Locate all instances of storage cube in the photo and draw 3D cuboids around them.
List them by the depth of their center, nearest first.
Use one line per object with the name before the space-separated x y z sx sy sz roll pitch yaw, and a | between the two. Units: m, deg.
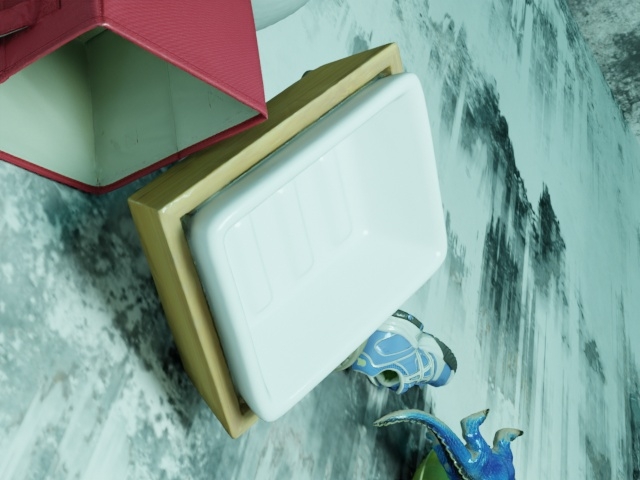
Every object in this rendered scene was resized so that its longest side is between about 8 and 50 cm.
storage cube | -0.175 -0.173 0.849 0.215 0.184 0.193 22 52 -54

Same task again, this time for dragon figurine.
dragon figurine | 0.174 0.269 1.202 0.289 0.085 0.144 35 37 -47

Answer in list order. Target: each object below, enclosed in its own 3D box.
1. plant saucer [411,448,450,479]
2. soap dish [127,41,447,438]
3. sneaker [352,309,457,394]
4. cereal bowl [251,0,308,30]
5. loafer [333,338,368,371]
plant saucer | 0.155 0.352 1.264 0.241 0.037 0.241 40 40 -45
soap dish | -0.021 -0.009 0.950 0.291 0.118 0.228 -39 131 -34
sneaker | 0.091 0.135 1.266 0.211 0.080 0.081 38 73 -53
cereal bowl | -0.082 -0.407 1.212 0.339 0.141 0.339 38 42 -46
loafer | 0.000 0.000 1.152 0.092 0.102 0.268 -4 89 -72
